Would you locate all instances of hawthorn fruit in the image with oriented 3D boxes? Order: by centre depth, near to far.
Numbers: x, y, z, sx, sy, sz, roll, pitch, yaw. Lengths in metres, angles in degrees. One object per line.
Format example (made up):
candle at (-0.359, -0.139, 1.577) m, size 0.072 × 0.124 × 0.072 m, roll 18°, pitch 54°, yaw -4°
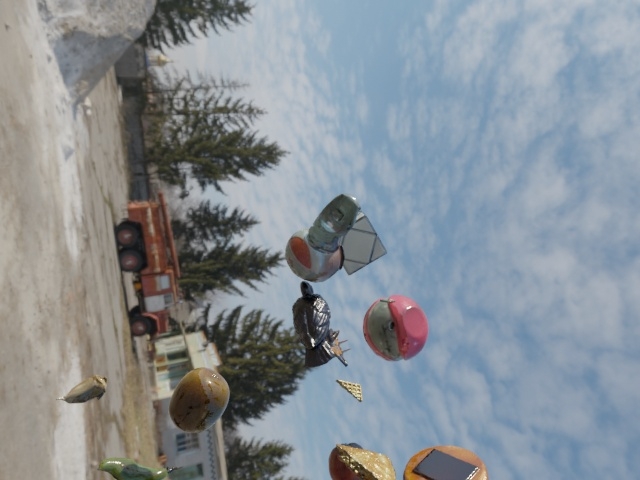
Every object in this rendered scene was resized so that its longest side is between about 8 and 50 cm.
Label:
hawthorn fruit at (0.117, 0.939, 1.920) m, size 0.169 × 0.168 × 0.188 m, roll 140°, pitch -56°, yaw -67°

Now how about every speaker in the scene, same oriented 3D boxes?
speaker at (0.322, 0.389, 2.051) m, size 0.294 × 0.294 × 0.295 m, roll 172°, pitch -90°, yaw -70°

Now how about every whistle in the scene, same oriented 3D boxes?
whistle at (0.000, 0.000, 1.406) m, size 0.348 × 0.189 × 0.189 m, roll -58°, pitch -139°, yaw 36°

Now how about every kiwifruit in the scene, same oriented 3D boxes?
kiwifruit at (-0.443, 0.582, 1.680) m, size 0.234 × 0.196 × 0.196 m, roll -51°, pitch -145°, yaw 10°

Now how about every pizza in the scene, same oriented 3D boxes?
pizza at (0.125, 0.662, 1.355) m, size 0.062 × 0.198 × 0.188 m, roll -63°, pitch 172°, yaw 5°

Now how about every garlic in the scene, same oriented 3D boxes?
garlic at (-0.785, 0.499, 1.545) m, size 0.066 × 0.152 × 0.084 m, roll 39°, pitch -33°, yaw 48°

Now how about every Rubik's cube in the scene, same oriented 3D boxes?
Rubik's cube at (0.153, 0.001, 2.092) m, size 0.205 × 0.207 × 0.205 m, roll 60°, pitch 3°, yaw -13°

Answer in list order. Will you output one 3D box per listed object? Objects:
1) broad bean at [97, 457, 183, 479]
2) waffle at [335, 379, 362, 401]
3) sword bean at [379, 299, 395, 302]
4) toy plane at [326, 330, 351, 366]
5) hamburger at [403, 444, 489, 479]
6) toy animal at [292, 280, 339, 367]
broad bean at (-0.675, 0.860, 1.729) m, size 0.067 × 0.325 × 0.075 m, roll -6°, pitch -118°, yaw 42°
waffle at (0.150, 0.788, 2.437) m, size 0.023 × 0.152 × 0.098 m, roll -54°, pitch -155°, yaw 41°
sword bean at (0.261, 0.235, 1.796) m, size 0.012 × 0.083 × 0.012 m, roll -15°, pitch -109°, yaw 50°
toy plane at (0.047, 0.554, 2.405) m, size 0.103 × 0.316 × 0.204 m, roll -31°, pitch -117°, yaw 21°
hamburger at (0.399, 0.799, 1.442) m, size 0.291 × 0.290 × 0.225 m, roll -167°, pitch -112°, yaw -69°
toy animal at (-0.020, 0.254, 1.432) m, size 0.298 × 0.122 × 0.186 m, roll -88°, pitch 163°, yaw -61°
